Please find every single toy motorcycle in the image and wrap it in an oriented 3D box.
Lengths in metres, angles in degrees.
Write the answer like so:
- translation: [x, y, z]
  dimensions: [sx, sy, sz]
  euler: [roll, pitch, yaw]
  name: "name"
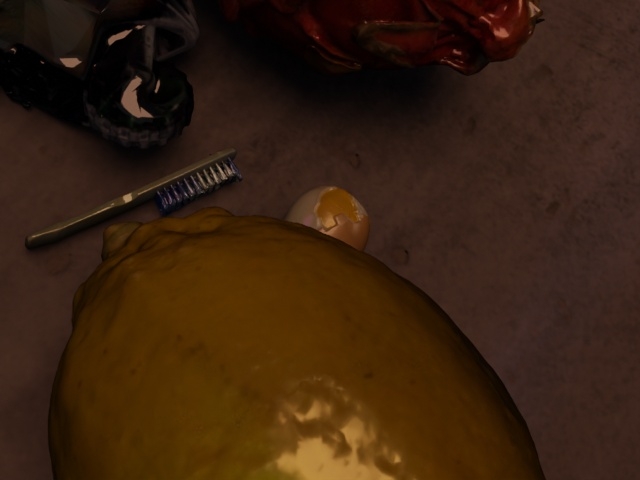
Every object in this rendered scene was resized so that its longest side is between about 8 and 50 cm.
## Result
- translation: [-0.208, -0.176, 0.631]
  dimensions: [0.270, 0.106, 0.159]
  euler: [26, 64, 2]
  name: "toy motorcycle"

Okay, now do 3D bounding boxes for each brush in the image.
- translation: [-0.142, -0.026, 0.636]
  dimensions: [0.178, 0.033, 0.030]
  euler: [-27, 94, -22]
  name: "brush"

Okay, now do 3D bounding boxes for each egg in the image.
- translation: [0.000, 0.000, 0.643]
  dimensions: [0.071, 0.071, 0.083]
  euler: [31, 68, -3]
  name: "egg"

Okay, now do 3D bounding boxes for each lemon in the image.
- translation: [-0.023, 0.135, 0.491]
  dimensions: [0.316, 0.285, 0.285]
  euler: [16, 66, 13]
  name: "lemon"

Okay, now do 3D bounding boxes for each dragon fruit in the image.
- translation: [0.024, -0.273, 0.638]
  dimensions: [0.342, 0.277, 0.277]
  euler: [23, 67, -12]
  name: "dragon fruit"
